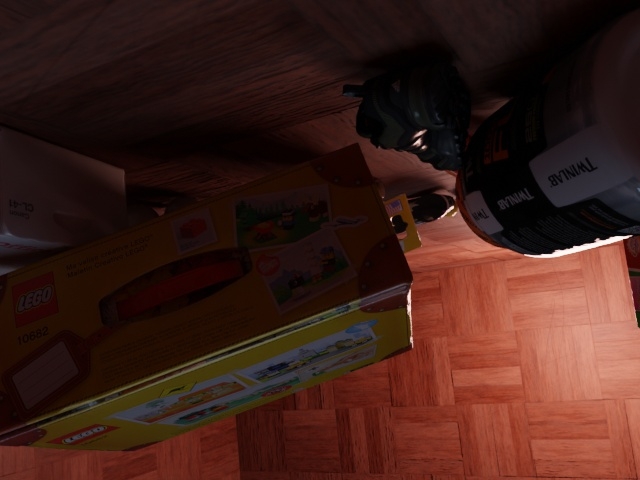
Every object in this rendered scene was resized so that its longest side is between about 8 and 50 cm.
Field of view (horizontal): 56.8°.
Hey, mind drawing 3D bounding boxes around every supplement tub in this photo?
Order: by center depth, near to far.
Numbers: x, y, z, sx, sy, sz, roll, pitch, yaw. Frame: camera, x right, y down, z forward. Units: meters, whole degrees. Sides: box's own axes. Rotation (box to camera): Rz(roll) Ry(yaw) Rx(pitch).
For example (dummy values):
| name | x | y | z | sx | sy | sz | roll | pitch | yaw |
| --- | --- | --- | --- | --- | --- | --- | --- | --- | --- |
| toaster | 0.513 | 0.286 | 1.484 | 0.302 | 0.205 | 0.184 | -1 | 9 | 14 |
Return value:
| name | x | y | z | sx | sy | sz | roll | pitch | yaw |
| --- | --- | --- | --- | --- | --- | --- | --- | --- | --- |
| supplement tub | 0.278 | -0.088 | 0.635 | 0.193 | 0.194 | 0.316 | -4 | 170 | -12 |

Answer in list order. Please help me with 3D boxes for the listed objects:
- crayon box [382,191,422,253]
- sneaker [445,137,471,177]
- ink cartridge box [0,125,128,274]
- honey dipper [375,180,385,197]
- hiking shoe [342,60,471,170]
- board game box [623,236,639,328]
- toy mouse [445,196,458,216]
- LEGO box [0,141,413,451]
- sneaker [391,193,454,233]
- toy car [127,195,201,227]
| name | x | y | z | sx | sy | sz | roll | pitch | yaw |
| --- | --- | --- | --- | --- | --- | --- | --- | --- | --- |
| crayon box | 0.000 | 0.000 | 1.027 | 0.322 | 0.083 | 0.203 | -23 | 150 | 6 |
| sneaker | 0.223 | -0.113 | 0.877 | 0.175 | 0.064 | 0.067 | 5 | 176 | -39 |
| ink cartridge box | -0.439 | -0.028 | 0.762 | 0.306 | 0.131 | 0.226 | -11 | 170 | 18 |
| honey dipper | 0.038 | -0.079 | 1.072 | 0.160 | 0.031 | 0.030 | -8 | 171 | 27 |
| hiking shoe | 0.101 | -0.135 | 0.652 | 0.114 | 0.086 | 0.227 | 8 | 172 | 20 |
| board game box | 0.826 | 0.036 | 1.379 | 0.242 | 0.317 | 0.064 | -2 | 171 | -20 |
| toy mouse | 0.324 | -0.077 | 1.262 | 0.143 | 0.031 | 0.161 | -9 | 171 | 18 |
| LEGO box | -0.134 | 0.115 | 0.822 | 0.499 | 0.193 | 0.372 | -20 | 157 | 1 |
| sneaker | 0.196 | -0.055 | 1.213 | 0.178 | 0.072 | 0.077 | -6 | -176 | 42 |
| toy car | -0.271 | -0.005 | 1.050 | 0.181 | 0.159 | 0.136 | -11 | -151 | -11 |
